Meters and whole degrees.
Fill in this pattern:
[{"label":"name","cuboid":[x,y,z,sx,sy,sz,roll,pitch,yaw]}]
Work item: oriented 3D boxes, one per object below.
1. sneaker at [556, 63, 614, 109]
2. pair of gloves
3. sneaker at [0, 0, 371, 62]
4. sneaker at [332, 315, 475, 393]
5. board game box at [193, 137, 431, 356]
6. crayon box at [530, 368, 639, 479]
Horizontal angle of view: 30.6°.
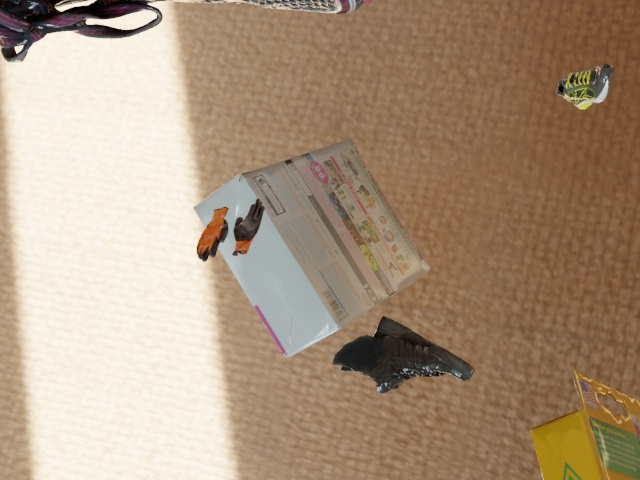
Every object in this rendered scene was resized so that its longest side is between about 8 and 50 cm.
[{"label":"sneaker","cuboid":[0.242,-0.142,1.074,0.035,0.083,0.031,18,76,-5]},{"label":"pair of gloves","cuboid":[-0.098,-0.012,1.262,0.083,0.010,0.074,-10,47,35]},{"label":"sneaker","cuboid":[-0.118,-0.136,0.544,0.299,0.121,0.112,8,71,11]},{"label":"sneaker","cuboid":[0.099,0.153,1.410,0.170,0.051,0.089,29,87,35]},{"label":"board game box","cuboid":[0.000,0.000,1.532,0.097,0.303,0.224,-33,85,31]},{"label":"crayon box","cuboid":[0.371,0.342,1.461,0.083,0.203,0.323,-29,55,30]}]
